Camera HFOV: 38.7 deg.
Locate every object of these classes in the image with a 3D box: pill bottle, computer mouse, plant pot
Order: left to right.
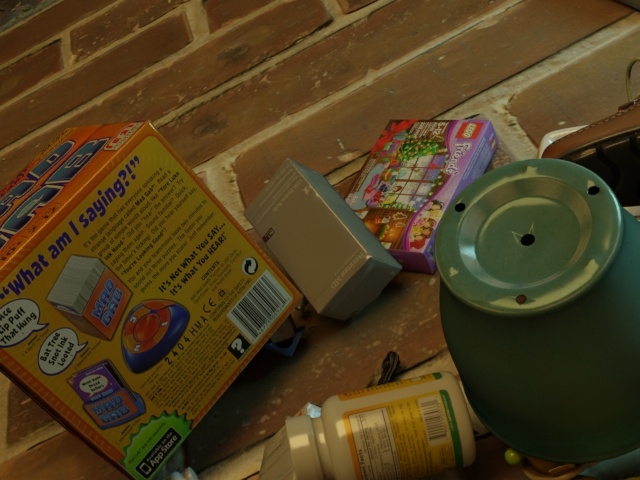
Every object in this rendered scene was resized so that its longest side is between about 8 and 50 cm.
[{"bbox_3d":[-0.214,0.358,1.295,0.083,0.043,0.043,-34,40,-2],"label":"pill bottle"},{"bbox_3d":[0.068,0.232,1.080,0.208,0.117,0.117,-13,41,-3],"label":"pill bottle"},{"bbox_3d":[0.148,0.208,1.219,0.193,0.042,0.106,6,52,37],"label":"computer mouse"},{"bbox_3d":[0.241,0.059,0.957,0.272,0.255,0.271,-15,50,19],"label":"plant pot"}]

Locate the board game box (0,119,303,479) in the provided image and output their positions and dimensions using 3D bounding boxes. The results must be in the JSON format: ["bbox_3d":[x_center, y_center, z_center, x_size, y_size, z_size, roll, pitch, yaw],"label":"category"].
[{"bbox_3d":[-0.326,0.075,1.355,0.356,0.356,0.356,-49,28,-20],"label":"board game box"}]

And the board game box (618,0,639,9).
[{"bbox_3d":[0.646,-0.544,1.637,0.303,0.097,0.224,-37,40,-5],"label":"board game box"}]

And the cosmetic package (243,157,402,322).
[{"bbox_3d":[0.000,0.000,1.410,0.127,0.107,0.238,-50,53,14],"label":"cosmetic package"}]

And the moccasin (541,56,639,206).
[{"bbox_3d":[0.453,-0.156,1.141,0.380,0.139,0.147,-26,39,5],"label":"moccasin"}]

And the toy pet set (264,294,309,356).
[{"bbox_3d":[-0.044,0.135,1.424,0.122,0.065,0.114,-22,6,7],"label":"toy pet set"}]

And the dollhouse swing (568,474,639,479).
[{"bbox_3d":[0.368,0.430,0.840,0.347,0.305,0.315,0,7,33],"label":"dollhouse swing"}]

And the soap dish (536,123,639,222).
[{"bbox_3d":[0.439,-0.061,1.253,0.291,0.118,0.229,-7,46,28],"label":"soap dish"}]

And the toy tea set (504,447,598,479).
[{"bbox_3d":[0.348,0.139,1.061,0.336,0.124,0.200,-25,18,6],"label":"toy tea set"}]

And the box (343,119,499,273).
[{"bbox_3d":[0.148,-0.082,1.506,0.201,0.057,0.293,6,53,36],"label":"box"}]

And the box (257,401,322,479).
[{"bbox_3d":[-0.047,0.321,1.170,0.145,0.038,0.186,-52,20,45],"label":"box"}]
